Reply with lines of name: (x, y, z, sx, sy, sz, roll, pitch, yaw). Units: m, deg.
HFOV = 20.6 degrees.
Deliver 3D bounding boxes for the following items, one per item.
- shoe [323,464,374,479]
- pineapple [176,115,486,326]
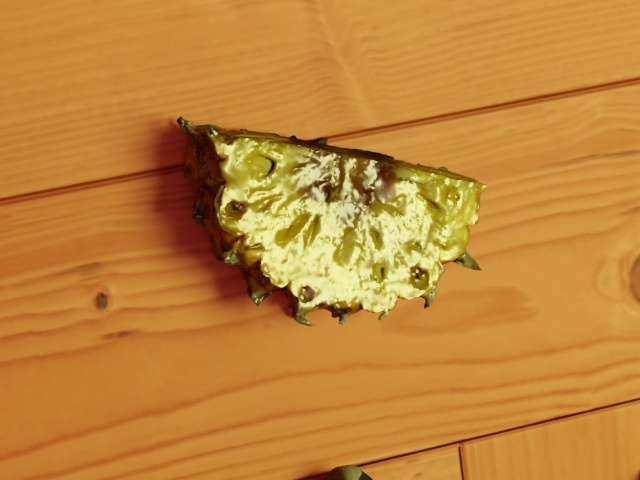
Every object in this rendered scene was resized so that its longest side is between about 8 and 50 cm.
shoe: (0.065, 0.227, 1.302, 0.099, 0.071, 0.169, -25, 112, -13)
pineapple: (0.000, 0.000, 1.223, 0.233, 0.079, 0.135, 13, 101, -19)
